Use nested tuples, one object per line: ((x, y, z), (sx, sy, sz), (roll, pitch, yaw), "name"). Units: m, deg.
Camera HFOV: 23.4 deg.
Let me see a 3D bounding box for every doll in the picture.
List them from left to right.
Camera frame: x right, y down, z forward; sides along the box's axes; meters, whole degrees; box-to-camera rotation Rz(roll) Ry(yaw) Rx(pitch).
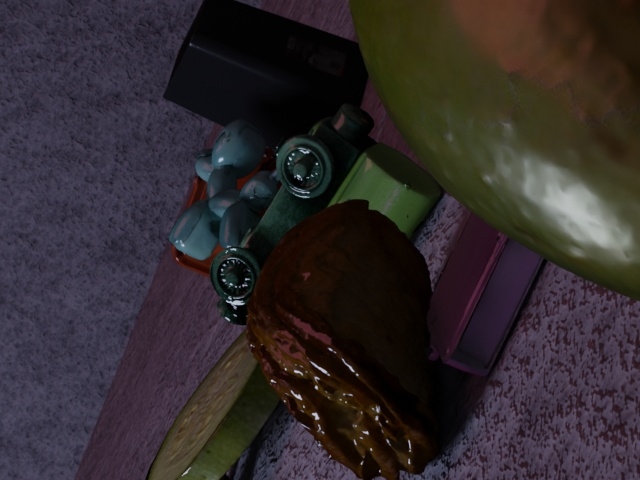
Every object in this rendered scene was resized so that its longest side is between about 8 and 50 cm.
((-0.100, -0.053, 1.687), (0.159, 0.059, 0.158), (12, 76, 50), "doll")

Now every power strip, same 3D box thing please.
((0.148, -0.033, 1.122), (0.109, 0.038, 0.278), (-105, 38, -72), "power strip")

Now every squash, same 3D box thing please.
((-0.113, 0.200, 1.746), (0.252, 0.049, 0.252), (-51, 12, 15), "squash")

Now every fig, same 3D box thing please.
((0.146, -0.104, 0.735), (0.326, 0.258, 0.258), (-100, 31, -46), "fig")

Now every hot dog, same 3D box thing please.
((0.023, 0.079, 1.211), (0.114, 0.175, 0.259), (-35, 22, 19), "hot dog")

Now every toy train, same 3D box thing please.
((0.004, 0.002, 1.453), (0.253, 0.157, 0.105), (-56, -9, 24), "toy train")

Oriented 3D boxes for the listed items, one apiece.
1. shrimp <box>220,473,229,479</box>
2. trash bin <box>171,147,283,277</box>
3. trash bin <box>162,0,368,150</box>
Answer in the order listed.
((-0.132, 0.305, 1.851), (0.095, 0.045, 0.162), (82, -162, -69), "shrimp")
((-0.059, -0.037, 1.846), (0.239, 0.161, 0.184), (-8, 62, 69), "trash bin")
((-0.071, -0.211, 2.004), (0.165, 0.226, 0.115), (128, 161, -56), "trash bin")
